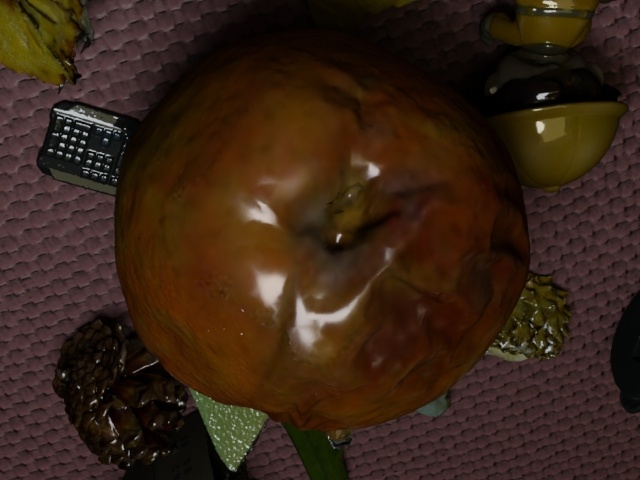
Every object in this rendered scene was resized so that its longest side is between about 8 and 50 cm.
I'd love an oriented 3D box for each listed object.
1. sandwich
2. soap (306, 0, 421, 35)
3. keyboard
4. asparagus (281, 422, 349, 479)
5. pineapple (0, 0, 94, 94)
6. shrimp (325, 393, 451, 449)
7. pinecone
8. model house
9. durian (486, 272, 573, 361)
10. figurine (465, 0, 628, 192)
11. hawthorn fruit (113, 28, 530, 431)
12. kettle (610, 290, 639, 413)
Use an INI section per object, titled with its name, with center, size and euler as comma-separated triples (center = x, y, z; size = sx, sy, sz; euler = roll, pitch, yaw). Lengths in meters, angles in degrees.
[sandwich]
center = -0.129, 0.139, 1.448
size = 0.212, 0.063, 0.245
euler = 33, 103, 2
[soap]
center = 0.097, -0.317, 1.117
size = 0.169, 0.304, 0.339
euler = 37, 108, -20
[keyboard]
center = -0.207, -0.089, 1.367
size = 0.262, 0.016, 0.106
euler = 16, 116, -15
[asparagus]
center = -0.019, 0.259, 1.562
size = 0.067, 0.060, 0.278
euler = -18, 120, 11
[pineapple]
center = -0.354, -0.319, 1.173
size = 0.161, 0.158, 0.334
euler = -13, 124, 46
[shrimp]
center = 0.091, 0.234, 1.546
size = 0.161, 0.049, 0.166
euler = 34, 89, -17
[pinecone]
center = -0.252, 0.199, 1.434
size = 0.150, 0.179, 0.195
euler = -29, 117, -20
[model house]
center = -0.211, 0.391, 1.521
size = 0.243, 0.211, 0.204
euler = -28, 117, 3
[durian]
center = 0.238, 0.112, 1.503
size = 0.224, 0.078, 0.140
euler = 0, 119, -9
[figurine]
center = 0.258, -0.183, 1.294
size = 0.192, 0.167, 0.257
euler = 0, 118, 8
[hawthorn fruit]
center = 0.000, 0.000, 1.179
size = 0.472, 0.472, 0.472
euler = -3, 119, -6
[kettle]
center = 0.581, 0.153, 1.506
size = 0.308, 0.203, 0.262
euler = 23, 116, -15
